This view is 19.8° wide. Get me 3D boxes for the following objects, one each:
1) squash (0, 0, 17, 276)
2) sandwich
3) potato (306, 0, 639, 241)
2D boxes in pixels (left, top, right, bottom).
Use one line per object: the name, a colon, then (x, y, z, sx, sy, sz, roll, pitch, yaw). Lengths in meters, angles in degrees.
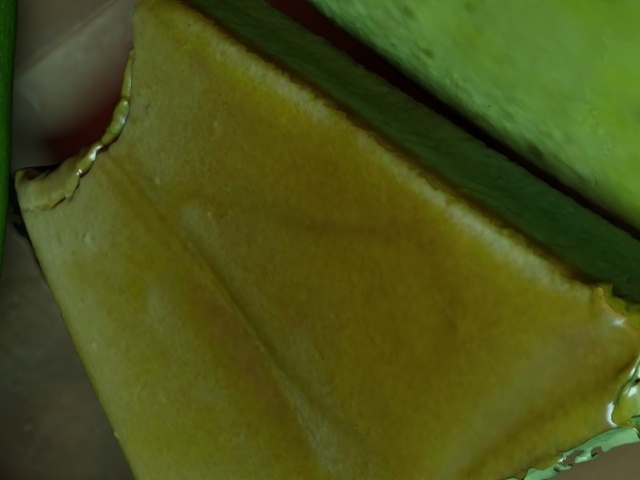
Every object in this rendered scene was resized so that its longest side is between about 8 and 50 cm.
squash: (-0.157, -0.062, 0.694, 0.082, 0.082, 0.293, 0, 82, 15)
sandwich: (0.000, 0.000, 0.617, 0.245, 0.063, 0.212, -32, 79, 40)
potato: (0.058, -0.188, 0.585, 0.280, 0.213, 0.330, 23, 92, 14)
